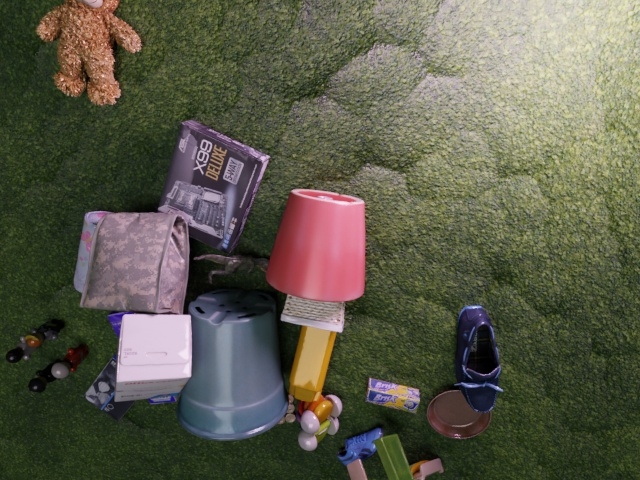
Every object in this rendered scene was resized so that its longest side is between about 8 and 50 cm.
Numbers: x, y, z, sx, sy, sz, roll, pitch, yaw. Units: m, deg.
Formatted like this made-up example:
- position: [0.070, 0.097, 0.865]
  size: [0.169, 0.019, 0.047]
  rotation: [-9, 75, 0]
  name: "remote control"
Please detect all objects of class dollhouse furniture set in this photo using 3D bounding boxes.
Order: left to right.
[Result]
- position: [0.251, 0.763, 1.419]
  size: [0.301, 0.151, 0.197]
  rotation: [17, 130, -45]
  name: "dollhouse furniture set"

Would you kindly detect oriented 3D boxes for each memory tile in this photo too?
- position: [-0.163, 0.596, 1.463]
  size: [0.148, 0.012, 0.113]
  rotation: [-5, 105, -6]
  name: "memory tile"

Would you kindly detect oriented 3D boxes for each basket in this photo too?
- position: [-0.012, 0.179, 1.140]
  size: [0.167, 0.113, 0.103]
  rotation: [11, 87, 7]
  name: "basket"

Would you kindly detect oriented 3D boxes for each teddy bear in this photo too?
- position: [-0.598, -0.521, 1.069]
  size: [0.245, 0.113, 0.338]
  rotation: [34, 113, -7]
  name: "teddy bear"

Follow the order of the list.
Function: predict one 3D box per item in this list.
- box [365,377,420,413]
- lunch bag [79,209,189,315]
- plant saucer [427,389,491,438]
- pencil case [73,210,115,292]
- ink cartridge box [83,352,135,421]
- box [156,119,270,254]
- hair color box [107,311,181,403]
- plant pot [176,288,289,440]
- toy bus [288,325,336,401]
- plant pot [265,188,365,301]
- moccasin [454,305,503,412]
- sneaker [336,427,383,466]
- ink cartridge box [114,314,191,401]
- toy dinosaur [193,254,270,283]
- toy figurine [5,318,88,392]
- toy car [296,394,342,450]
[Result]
- position: [0.233, 0.503, 1.357]
  size: [0.168, 0.059, 0.054]
  rotation: [11, 111, 5]
  name: "box"
- position: [-0.502, 0.058, 1.166]
  size: [0.235, 0.169, 0.287]
  rotation: [1, 77, 10]
  name: "lunch bag"
- position: [0.446, 0.554, 1.352]
  size: [0.198, 0.036, 0.199]
  rotation: [4, 112, 9]
  name: "plant saucer"
- position: [-0.691, 0.044, 1.308]
  size: [0.124, 0.113, 0.273]
  rotation: [23, 113, 3]
  name: "pencil case"
- position: [-0.721, 0.513, 1.529]
  size: [0.165, 0.065, 0.333]
  rotation: [39, 112, -6]
  name: "ink cartridge box"
- position: [-0.309, -0.147, 1.183]
  size: [0.242, 0.076, 0.308]
  rotation: [26, 114, -1]
  name: "box"
- position: [-0.528, 0.333, 1.356]
  size: [0.110, 0.185, 0.339]
  rotation: [-12, 108, 15]
  name: "hair color box"
- position: [-0.260, 0.340, 1.254]
  size: [0.341, 0.341, 0.334]
  rotation: [4, 103, 8]
  name: "plant pot"
- position: [-0.017, 0.338, 1.280]
  size: [0.108, 0.130, 0.333]
  rotation: [14, 98, 4]
  name: "toy bus"
- position: [0.000, 0.000, 1.102]
  size: [0.274, 0.275, 0.243]
  rotation: [9, 103, 6]
  name: "plant pot"
- position: [0.452, 0.364, 1.214]
  size: [0.137, 0.117, 0.342]
  rotation: [-13, 104, 6]
  name: "moccasin"
- position: [0.135, 0.714, 1.454]
  size: [0.082, 0.069, 0.209]
  rotation: [37, 113, -2]
  name: "sneaker"
- position: [-0.451, 0.315, 1.115]
  size: [0.171, 0.168, 0.233]
  rotation: [5, 149, -26]
  name: "ink cartridge box"
- position: [-0.268, 0.076, 1.232]
  size: [0.118, 0.268, 0.064]
  rotation: [-39, 57, 39]
  name: "toy dinosaur"
- position: [-0.979, 0.411, 1.486]
  size: [0.213, 0.148, 0.210]
  rotation: [-29, 104, 20]
  name: "toy figurine"
- position: [-0.022, 0.596, 1.408]
  size: [0.136, 0.159, 0.182]
  rotation: [26, 120, 37]
  name: "toy car"
